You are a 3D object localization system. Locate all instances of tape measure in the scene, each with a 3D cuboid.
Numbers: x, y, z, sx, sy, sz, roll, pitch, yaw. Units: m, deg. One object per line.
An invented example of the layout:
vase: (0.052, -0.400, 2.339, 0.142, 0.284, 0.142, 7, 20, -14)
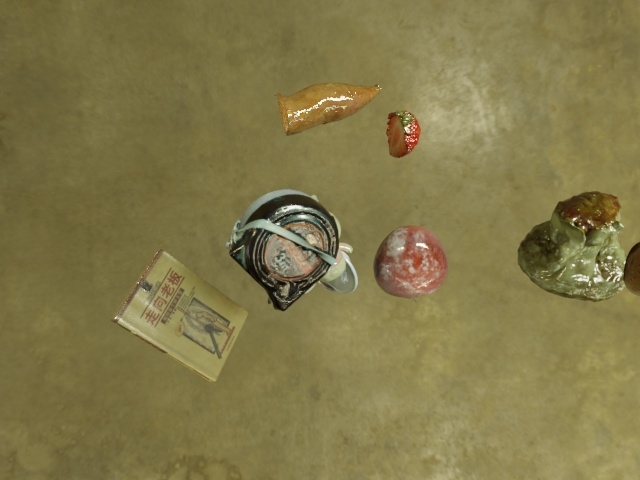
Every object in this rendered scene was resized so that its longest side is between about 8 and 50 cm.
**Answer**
tape measure: (-0.059, 0.005, 0.864, 0.181, 0.107, 0.182, -36, 124, -6)

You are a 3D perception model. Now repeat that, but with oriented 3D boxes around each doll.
doll: (0.005, 0.009, 1.376, 0.155, 0.113, 0.275, -24, 128, -8)

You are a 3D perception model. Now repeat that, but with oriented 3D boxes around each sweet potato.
sweet potato: (0.027, -0.423, 1.521, 0.337, 0.131, 0.131, -21, 99, -15)

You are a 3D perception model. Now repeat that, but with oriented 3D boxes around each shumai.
shumai: (0.915, -0.002, 1.721, 0.398, 0.324, 0.323, 0, 134, -3)

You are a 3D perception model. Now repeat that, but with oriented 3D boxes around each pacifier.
pacifier: (-0.014, 0.113, 1.653, 0.207, 0.279, 0.227, -38, 136, -36)

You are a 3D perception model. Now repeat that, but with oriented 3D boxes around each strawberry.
strawberry: (0.258, -0.322, 1.546, 0.082, 0.187, 0.146, -6, 66, -12)

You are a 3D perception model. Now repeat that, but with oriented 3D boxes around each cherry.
cherry: (0.287, 0.080, 1.597, 0.236, 0.213, 0.285, -20, 120, -12)

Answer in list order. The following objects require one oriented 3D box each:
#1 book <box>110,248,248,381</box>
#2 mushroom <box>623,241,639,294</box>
book: (-0.257, 0.144, 0.951, 0.231, 0.026, 0.161, 41, 54, -26)
mushroom: (0.950, 0.092, 1.242, 0.346, 0.345, 0.259, 0, 69, -9)
